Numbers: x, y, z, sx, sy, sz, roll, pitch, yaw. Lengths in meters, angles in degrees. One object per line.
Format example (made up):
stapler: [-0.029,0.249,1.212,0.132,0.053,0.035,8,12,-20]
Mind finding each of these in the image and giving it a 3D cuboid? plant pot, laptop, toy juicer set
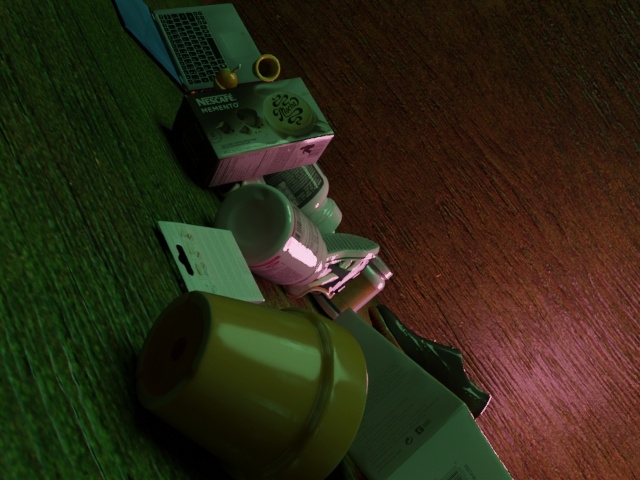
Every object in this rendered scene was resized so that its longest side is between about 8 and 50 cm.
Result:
plant pot: [-0.086,0.149,0.734,0.188,0.205,0.205,34,21,-36]
laptop: [-0.366,-0.612,1.847,0.236,0.407,0.382,104,-34,-50]
toy juicer set: [-0.183,-0.313,1.804,0.089,0.209,0.329,23,-53,65]

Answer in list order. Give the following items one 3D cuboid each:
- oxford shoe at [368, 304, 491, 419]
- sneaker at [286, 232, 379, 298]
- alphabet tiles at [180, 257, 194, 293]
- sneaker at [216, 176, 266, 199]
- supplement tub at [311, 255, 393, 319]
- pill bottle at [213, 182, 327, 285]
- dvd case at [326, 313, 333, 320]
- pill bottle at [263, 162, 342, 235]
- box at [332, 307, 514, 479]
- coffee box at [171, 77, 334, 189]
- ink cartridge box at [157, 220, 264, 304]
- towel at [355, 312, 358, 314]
oxford shoe: [0.192,0.211,1.224,0.271,0.098,0.097,50,-9,5]
sneaker: [0.022,0.061,1.671,0.126,0.128,0.321,26,21,35]
alphabet tiles: [-0.159,0.095,1.121,0.198,0.009,0.237,55,8,-22]
sneaker: [-0.174,-0.087,1.558,0.123,0.105,0.290,-43,111,-49]
supplement tub: [0.083,0.111,1.844,0.144,0.199,0.144,48,5,-5]
pill bottle: [-0.089,0.001,1.381,0.160,0.160,0.283,61,7,22]
dvd case: [0.058,0.259,1.873,0.120,0.013,0.087,60,8,28]
pill bottle: [-0.108,-0.160,1.734,0.363,0.210,0.210,55,8,-24]
box: [0.111,0.293,1.091,0.215,0.168,0.345,55,-11,-30]
coffee box: [-0.145,-0.236,1.472,0.168,0.297,0.119,61,-35,17]
ink cartridge box: [-0.180,0.046,1.073,0.179,0.045,0.146,6,51,-58]
towel: [0.136,0.304,2.105,0.336,0.040,0.243,58,8,-5]
